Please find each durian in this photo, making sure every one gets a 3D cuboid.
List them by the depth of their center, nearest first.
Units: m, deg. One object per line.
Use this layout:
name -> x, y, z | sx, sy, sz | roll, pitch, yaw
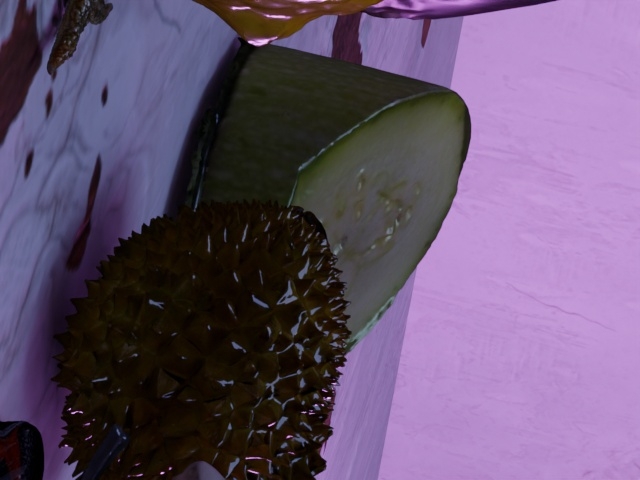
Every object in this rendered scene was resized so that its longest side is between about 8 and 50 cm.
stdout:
durian -> -0.049, 0.055, 0.809 | 0.168, 0.137, 0.158 | -65, -169, -18

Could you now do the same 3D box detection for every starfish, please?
starfish -> -0.086, -0.095, 0.685 | 0.092, 0.016, 0.086 | 86, 21, -76

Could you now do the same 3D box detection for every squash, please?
squash -> -0.013, 0.003, 1.043 | 0.220, 0.133, 0.220 | 19, 90, -80

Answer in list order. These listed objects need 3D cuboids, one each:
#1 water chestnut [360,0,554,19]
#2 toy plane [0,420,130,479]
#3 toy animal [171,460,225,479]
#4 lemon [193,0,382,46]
water chestnut -> 0.060, -0.225, 0.718 | 0.289, 0.244, 0.289 | -45, -161, 20
toy plane -> -0.124, 0.113, 0.615 | 0.145, 0.060, 0.037 | -59, 169, -12
toy animal -> -0.103, 0.188, 0.652 | 0.185, 0.104, 0.184 | -36, -178, 27
lemon -> -0.008, -0.160, 0.523 | 0.180, 0.181, 0.193 | -66, 146, -55
